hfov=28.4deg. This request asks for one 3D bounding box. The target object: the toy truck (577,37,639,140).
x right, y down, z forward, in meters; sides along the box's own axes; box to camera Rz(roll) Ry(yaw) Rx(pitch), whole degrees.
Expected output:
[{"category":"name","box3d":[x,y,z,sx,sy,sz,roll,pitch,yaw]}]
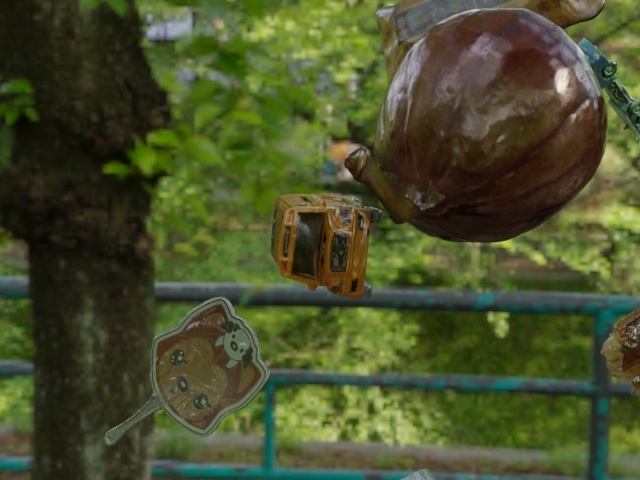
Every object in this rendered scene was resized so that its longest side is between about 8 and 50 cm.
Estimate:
[{"category":"toy truck","box3d":[0.397,-0.198,1.774,0.175,0.081,0.067,44,10,-35]}]

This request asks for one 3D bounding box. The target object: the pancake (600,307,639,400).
[{"category":"pancake","box3d":[0.423,0.149,1.297,0.266,0.244,0.057,2,3,5]}]

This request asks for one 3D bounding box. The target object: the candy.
[{"category":"candy","box3d":[0.193,-0.270,1.492,0.271,0.143,0.101,-22,-28,19]}]

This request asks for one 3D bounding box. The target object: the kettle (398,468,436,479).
[{"category":"kettle","box3d":[0.151,0.472,1.745,0.160,0.210,0.243,-24,64,-31]}]

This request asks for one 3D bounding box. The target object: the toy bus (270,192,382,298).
[{"category":"toy bus","box3d":[0.000,0.000,1.187,0.088,0.083,0.194,5,5,-8]}]

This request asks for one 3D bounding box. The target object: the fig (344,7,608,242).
[{"category":"fig","box3d":[0.117,-0.064,1.028,0.249,0.186,0.204,-54,12,-30]}]

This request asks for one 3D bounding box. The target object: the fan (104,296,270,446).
[{"category":"fan","box3d":[-0.156,0.160,1.373,0.220,0.132,0.009,-37,-24,15]}]
